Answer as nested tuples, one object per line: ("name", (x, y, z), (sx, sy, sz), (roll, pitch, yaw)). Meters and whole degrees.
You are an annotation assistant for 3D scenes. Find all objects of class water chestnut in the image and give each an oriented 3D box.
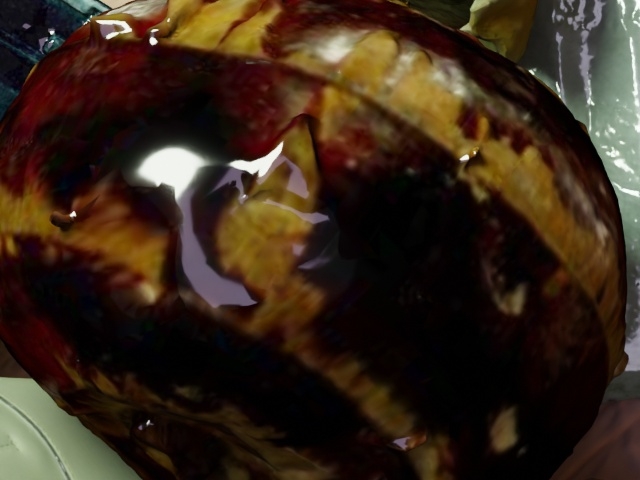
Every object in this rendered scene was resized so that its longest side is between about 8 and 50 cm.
("water chestnut", (0.000, 0.000, 0.738), (0.300, 0.300, 0.300), (-1, 86, 16))

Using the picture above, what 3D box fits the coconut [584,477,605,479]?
("coconut", (0.133, 0.231, 0.709), (0.241, 0.241, 0.241), (-1, 86, 16))

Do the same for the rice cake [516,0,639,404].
("rice cake", (0.134, -0.027, 0.814), (0.085, 0.040, 0.226), (-1, 86, 17))

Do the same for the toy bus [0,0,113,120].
("toy bus", (-0.203, -0.032, 0.858), (0.128, 0.147, 0.256), (31, 96, -12))

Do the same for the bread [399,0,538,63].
("bread", (0.038, -0.239, 0.782), (0.239, 0.196, 0.252), (24, 96, 13))

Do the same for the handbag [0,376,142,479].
("handbag", (-0.127, 0.156, 0.736), (0.109, 0.315, 0.241), (-43, 75, 12))
